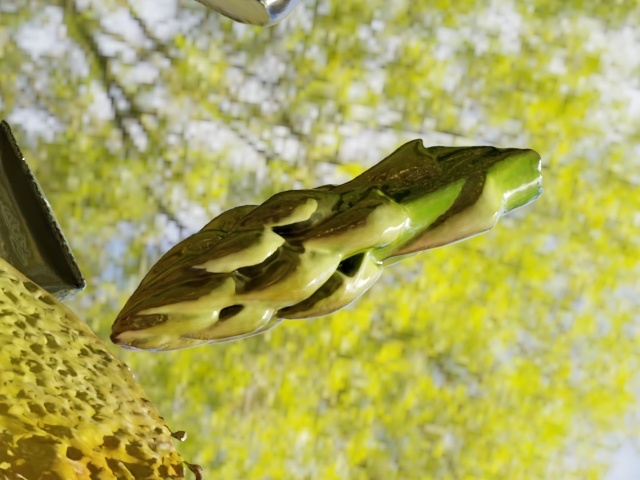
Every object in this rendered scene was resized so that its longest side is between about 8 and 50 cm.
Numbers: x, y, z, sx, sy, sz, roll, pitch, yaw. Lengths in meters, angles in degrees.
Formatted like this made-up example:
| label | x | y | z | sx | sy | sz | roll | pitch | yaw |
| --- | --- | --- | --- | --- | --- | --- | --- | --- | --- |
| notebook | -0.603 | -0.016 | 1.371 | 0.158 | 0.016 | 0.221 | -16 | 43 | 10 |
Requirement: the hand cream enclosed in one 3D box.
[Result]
| label | x | y | z | sx | sy | sz | roll | pitch | yaw |
| --- | --- | --- | --- | --- | --- | --- | --- | --- | --- |
| hand cream | -0.213 | 0.003 | 1.296 | 0.061 | 0.270 | 0.120 | -24 | -94 | -23 |

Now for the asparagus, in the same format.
| label | x | y | z | sx | sy | sz | roll | pitch | yaw |
| --- | --- | --- | --- | --- | --- | --- | --- | --- | --- |
| asparagus | 0.000 | 0.000 | 1.036 | 0.287 | 0.080 | 0.080 | -26 | -132 | -31 |

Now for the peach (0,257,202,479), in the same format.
| label | x | y | z | sx | sy | sz | roll | pitch | yaw |
| --- | --- | --- | --- | --- | --- | --- | --- | --- | --- |
| peach | -0.182 | 0.063 | 0.825 | 0.279 | 0.068 | 0.189 | 33 | -151 | 3 |

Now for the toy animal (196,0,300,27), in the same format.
| label | x | y | z | sx | sy | sz | roll | pitch | yaw |
| --- | --- | --- | --- | --- | --- | --- | --- | --- | --- |
| toy animal | -0.055 | -0.363 | 1.581 | 0.251 | 0.310 | 0.251 | 32 | 176 | 2 |
